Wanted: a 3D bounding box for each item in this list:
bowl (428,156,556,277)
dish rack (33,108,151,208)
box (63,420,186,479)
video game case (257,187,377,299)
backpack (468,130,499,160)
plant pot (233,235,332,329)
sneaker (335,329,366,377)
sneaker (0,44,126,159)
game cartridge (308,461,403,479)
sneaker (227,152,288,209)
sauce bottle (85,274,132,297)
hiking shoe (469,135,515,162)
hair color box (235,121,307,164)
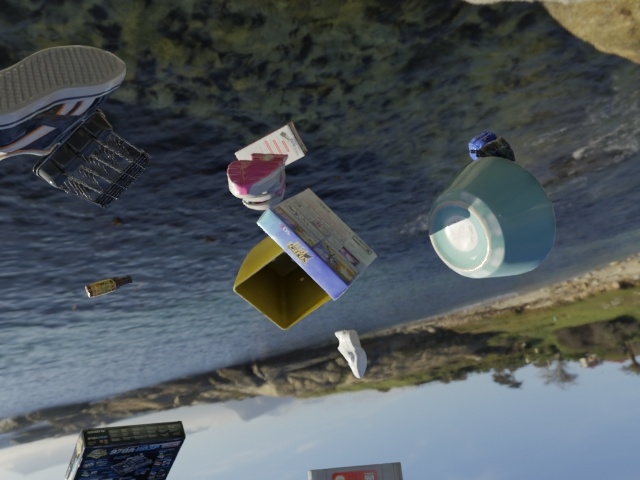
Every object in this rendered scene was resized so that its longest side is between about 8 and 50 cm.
[{"bbox_3d":[0.383,-0.032,1.347,0.163,0.311,0.311,-24,175,-33],"label":"bowl"},{"bbox_3d":[-0.545,-0.188,1.376,0.208,0.074,0.271,-46,168,-1],"label":"dish rack"},{"bbox_3d":[-0.429,0.481,1.219,0.220,0.051,0.175,7,122,-35],"label":"box"},{"bbox_3d":[0.000,0.000,1.420,0.061,0.269,0.244,-48,175,26],"label":"video game case"},{"bbox_3d":[0.511,-0.277,1.680,0.098,0.120,0.101,-30,143,-2],"label":"backpack"},{"bbox_3d":[-0.095,0.079,1.546,0.212,0.187,0.212,-36,121,17],"label":"plant pot"},{"bbox_3d":[0.115,0.436,2.155,0.094,0.212,0.080,-3,-158,33],"label":"sneaker"},{"bbox_3d":[-0.478,-0.241,0.966,0.321,0.126,0.127,-47,171,-48],"label":"sneaker"},{"bbox_3d":[0.113,0.793,1.695,0.294,0.196,0.060,-8,158,5],"label":"game cartridge"},{"bbox_3d":[-0.120,-0.113,1.146,0.103,0.111,0.252,4,-164,10],"label":"sneaker"},{"bbox_3d":[-0.616,0.130,1.620,0.128,0.042,0.042,-20,171,-29],"label":"sauce bottle"},{"bbox_3d":[0.476,-0.163,1.499,0.114,0.226,0.086,-19,-160,13],"label":"hiking shoe"},{"bbox_3d":[-0.130,-0.235,1.475,0.167,0.093,0.053,-24,-163,18],"label":"hair color box"}]
